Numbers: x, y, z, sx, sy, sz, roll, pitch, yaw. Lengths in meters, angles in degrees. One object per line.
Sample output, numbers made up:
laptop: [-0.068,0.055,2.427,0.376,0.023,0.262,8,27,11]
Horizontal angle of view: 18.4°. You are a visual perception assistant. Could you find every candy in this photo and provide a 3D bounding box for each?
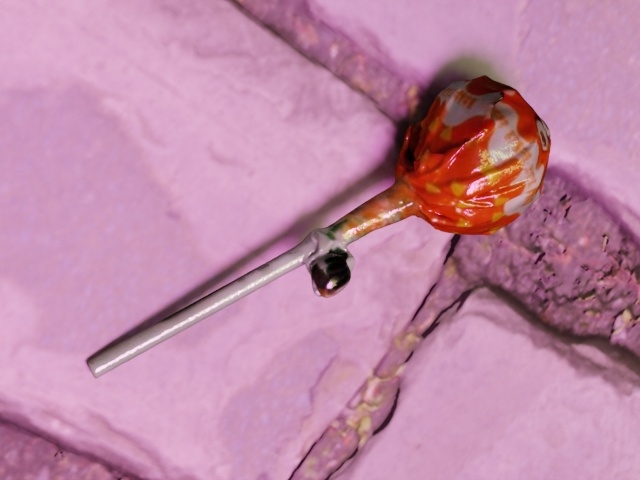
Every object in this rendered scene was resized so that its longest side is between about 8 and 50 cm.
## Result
candy: [0.000,-0.001,1.082,0.288,0.078,0.084,-28,131,-11]
